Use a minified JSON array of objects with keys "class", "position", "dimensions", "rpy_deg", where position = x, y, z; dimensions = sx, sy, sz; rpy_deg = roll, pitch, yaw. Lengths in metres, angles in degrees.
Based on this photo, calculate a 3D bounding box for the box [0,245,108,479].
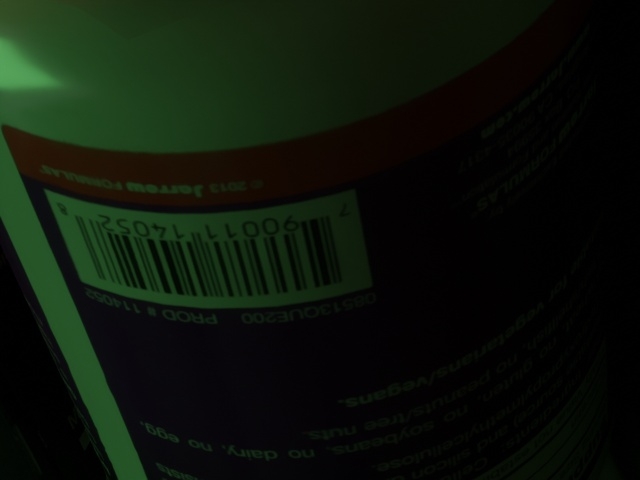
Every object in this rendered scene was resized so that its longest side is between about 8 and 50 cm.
[{"class":"box","position":[-0.071,-0.026,0.689],"dimensions":[0.395,0.097,0.318],"rpy_deg":[-67,-29,-42]}]

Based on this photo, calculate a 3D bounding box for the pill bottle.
[{"class":"pill bottle","position":[0.000,0.000,0.474],"dimensions":[0.323,0.181,0.181],"rpy_deg":[77,175,-47]}]
